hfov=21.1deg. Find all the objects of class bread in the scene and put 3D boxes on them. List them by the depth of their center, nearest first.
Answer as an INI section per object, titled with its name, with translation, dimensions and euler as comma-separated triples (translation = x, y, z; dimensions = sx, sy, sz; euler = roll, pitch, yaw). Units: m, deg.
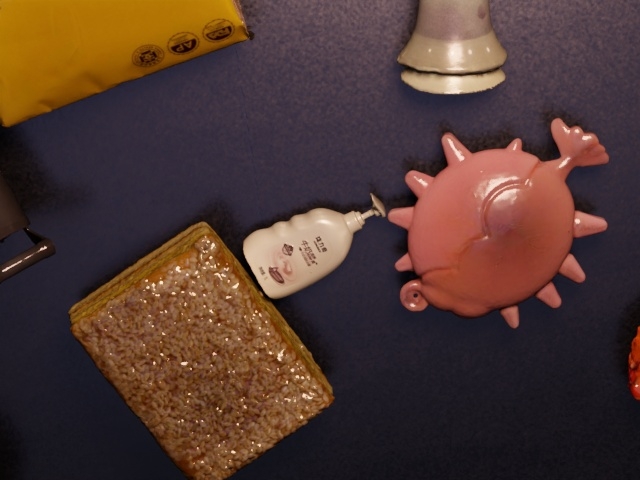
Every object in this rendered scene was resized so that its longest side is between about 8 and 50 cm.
[bread]
translation = -0.124, 0.120, 1.786
dimensions = 0.184, 0.110, 0.234
euler = -35, 102, 5

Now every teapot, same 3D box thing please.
[teapot]
translation = 0.129, -0.276, 1.667
dimensions = 0.183, 0.183, 0.251
euler = -1, 115, 1

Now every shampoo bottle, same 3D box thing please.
[shampoo bottle]
translation = 0.000, 0.000, 1.786
dimensions = 0.152, 0.045, 0.077
euler = -26, 101, 5

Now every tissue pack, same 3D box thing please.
[tissue pack]
translation = -0.225, -0.245, 1.662
dimensions = 0.271, 0.134, 0.192
euler = -20, 126, 5

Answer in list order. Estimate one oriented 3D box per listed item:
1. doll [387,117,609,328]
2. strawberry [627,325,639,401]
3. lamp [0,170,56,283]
[doll]
translation = 0.183, -0.018, 1.757
dimensions = 0.211, 0.093, 0.262
euler = 39, 101, -5
[strawberry]
translation = 0.407, 0.139, 1.806
dimensions = 0.188, 0.082, 0.121
euler = 32, 121, -16
[lamp]
translation = -0.374, -0.062, 1.720
dimensions = 0.147, 0.172, 0.227
euler = -31, 98, -29
